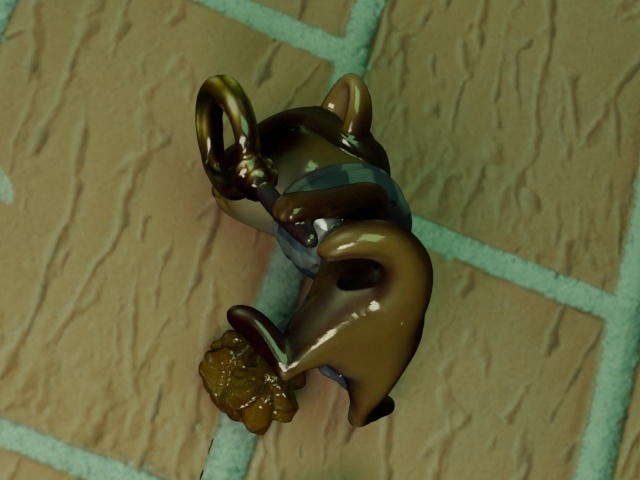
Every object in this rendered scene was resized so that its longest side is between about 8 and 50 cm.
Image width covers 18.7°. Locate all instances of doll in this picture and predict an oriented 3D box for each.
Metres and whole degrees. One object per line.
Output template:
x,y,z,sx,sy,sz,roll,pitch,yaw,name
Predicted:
-0.004,0.002,2.005,0.209,0.318,0.340,-15,48,1,doll

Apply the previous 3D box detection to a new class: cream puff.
-0.068,0.140,2.015,0.116,0.094,0.122,19,69,-10,cream puff
